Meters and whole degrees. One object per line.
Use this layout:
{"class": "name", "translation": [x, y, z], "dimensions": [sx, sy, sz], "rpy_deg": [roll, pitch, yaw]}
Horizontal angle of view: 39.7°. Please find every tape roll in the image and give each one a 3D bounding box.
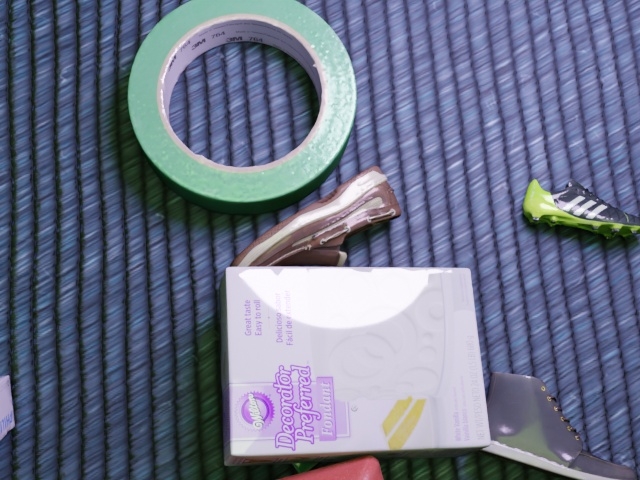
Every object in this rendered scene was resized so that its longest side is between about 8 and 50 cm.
{"class": "tape roll", "translation": [-0.110, -0.199, 1.270], "dimensions": [0.322, 0.077, 0.321], "rpy_deg": [1, 76, -3]}

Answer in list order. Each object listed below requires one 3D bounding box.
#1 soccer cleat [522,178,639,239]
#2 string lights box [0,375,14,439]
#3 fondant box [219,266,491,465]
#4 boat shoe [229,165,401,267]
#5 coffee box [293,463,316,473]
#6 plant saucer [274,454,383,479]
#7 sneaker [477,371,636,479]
{"class": "soccer cleat", "translation": [0.381, -0.047, 1.268], "dimensions": [0.179, 0.060, 0.072], "rpy_deg": [10, 75, 3]}
{"class": "string lights box", "translation": [-0.536, 0.232, 1.114], "dimensions": [0.260, 0.133, 0.076], "rpy_deg": [-5, 94, -4]}
{"class": "fondant box", "translation": [0.039, 0.160, 1.148], "dimensions": [0.331, 0.096, 0.238], "rpy_deg": [0, 70, -11]}
{"class": "boat shoe", "translation": [0.001, -0.001, 1.223], "dimensions": [0.257, 0.095, 0.095], "rpy_deg": [-33, 87, -10]}
{"class": "coffee box", "translation": [-0.035, 0.209, 1.196], "dimensions": [0.113, 0.040, 0.184], "rpy_deg": [-36, 81, -12]}
{"class": "plant saucer", "translation": [-0.023, 0.414, 1.049], "dimensions": [0.259, 0.048, 0.259], "rpy_deg": [-14, 85, -3]}
{"class": "sneaker", "translation": [0.321, 0.253, 1.182], "dimensions": [0.222, 0.083, 0.118], "rpy_deg": [17, 76, 2]}
